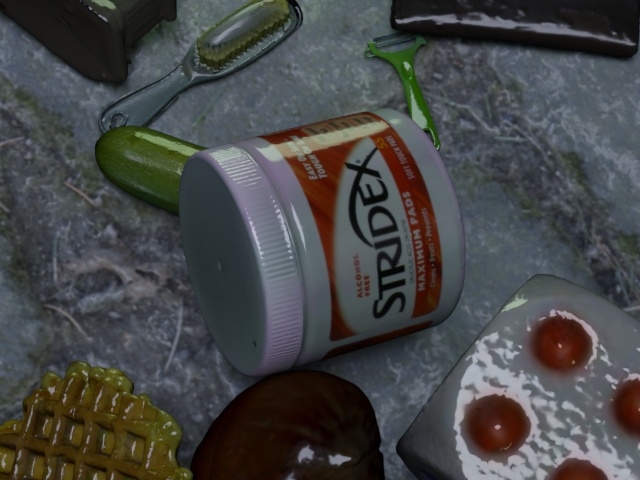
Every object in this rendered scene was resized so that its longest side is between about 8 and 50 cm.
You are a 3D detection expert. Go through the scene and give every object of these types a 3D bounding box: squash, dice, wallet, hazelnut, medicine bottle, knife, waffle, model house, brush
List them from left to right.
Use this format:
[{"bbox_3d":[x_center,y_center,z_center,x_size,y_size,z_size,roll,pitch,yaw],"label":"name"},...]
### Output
[{"bbox_3d":[-0.259,0.278,1.648,0.301,0.058,0.281,34,96,34],"label":"waffle"},{"bbox_3d":[-0.277,-0.323,1.891,0.229,0.122,0.188,36,69,6],"label":"model house"},{"bbox_3d":[-0.181,-0.080,1.823,0.188,0.095,0.095,17,71,8],"label":"squash"},{"bbox_3d":[-0.145,-0.220,1.886,0.297,0.060,0.068,-37,78,-13],"label":"brush"},{"bbox_3d":[-0.025,0.244,1.642,0.229,0.229,0.229,0,71,-1],"label":"hazelnut"},{"bbox_3d":[0.000,0.000,1.689,0.241,0.252,0.252,-15,71,-21],"label":"medicine bottle"},{"bbox_3d":[0.108,-0.181,1.899,0.078,0.022,0.166,-15,71,-1],"label":"knife"},{"bbox_3d":[0.245,-0.318,1.938,0.309,0.042,0.165,5,71,0],"label":"wallet"},{"bbox_3d":[0.250,0.202,1.653,0.251,0.243,0.259,38,76,12],"label":"dice"}]
